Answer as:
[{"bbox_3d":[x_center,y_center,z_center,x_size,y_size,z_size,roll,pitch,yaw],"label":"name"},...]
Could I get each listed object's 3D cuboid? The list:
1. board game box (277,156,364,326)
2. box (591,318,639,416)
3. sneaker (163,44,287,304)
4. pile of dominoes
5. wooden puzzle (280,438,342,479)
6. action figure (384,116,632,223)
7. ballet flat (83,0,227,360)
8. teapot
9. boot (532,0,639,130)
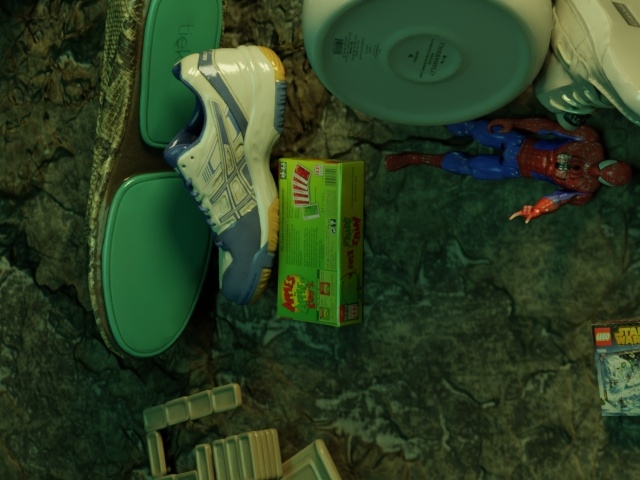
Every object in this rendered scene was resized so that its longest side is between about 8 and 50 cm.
[{"bbox_3d":[0.000,0.000,1.831,0.092,0.043,0.181,7,99,40],"label":"board game box"},{"bbox_3d":[0.331,0.122,1.581,0.137,0.027,0.094,-5,94,40],"label":"box"},{"bbox_3d":[-0.115,-0.072,1.836,0.112,0.131,0.297,-141,51,-69],"label":"sneaker"},{"bbox_3d":[-0.127,0.280,1.957,0.251,0.040,0.196,-22,74,55],"label":"pile of dominoes"},{"bbox_3d":[-0.013,0.371,1.892,0.238,0.044,0.221,-41,69,41],"label":"wooden puzzle"},{"bbox_3d":[0.168,-0.083,1.628,0.280,0.139,0.092,12,104,36],"label":"action figure"},{"bbox_3d":[-0.205,-0.108,1.929,0.182,0.164,0.483,32,120,55],"label":"ballet flat"},{"bbox_3d":[0.102,-0.241,1.564,0.256,0.252,0.187,-23,48,33],"label":"teapot"},{"bbox_3d":[0.266,-0.146,1.518,0.258,0.095,0.123,-101,28,-53],"label":"boot"}]
